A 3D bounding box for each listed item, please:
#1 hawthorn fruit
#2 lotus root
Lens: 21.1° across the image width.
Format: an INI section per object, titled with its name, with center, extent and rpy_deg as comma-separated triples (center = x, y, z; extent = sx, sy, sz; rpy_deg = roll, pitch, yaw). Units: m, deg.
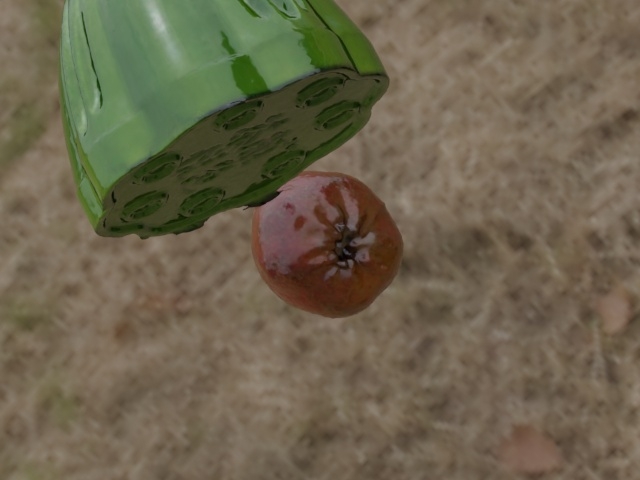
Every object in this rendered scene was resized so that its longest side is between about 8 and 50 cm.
[hawthorn fruit]
center = 0.000, 0.000, 1.332
extent = 0.128, 0.128, 0.128
rpy_deg = -27, 37, 23
[lotus root]
center = -0.078, -0.112, 0.942
extent = 0.186, 0.186, 0.186
rpy_deg = -27, 37, 23
